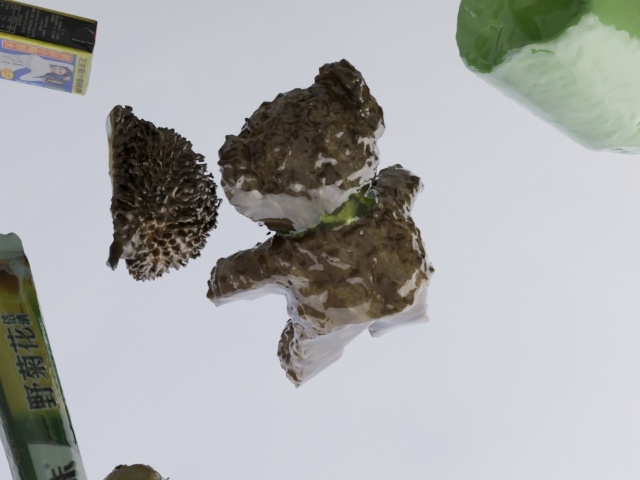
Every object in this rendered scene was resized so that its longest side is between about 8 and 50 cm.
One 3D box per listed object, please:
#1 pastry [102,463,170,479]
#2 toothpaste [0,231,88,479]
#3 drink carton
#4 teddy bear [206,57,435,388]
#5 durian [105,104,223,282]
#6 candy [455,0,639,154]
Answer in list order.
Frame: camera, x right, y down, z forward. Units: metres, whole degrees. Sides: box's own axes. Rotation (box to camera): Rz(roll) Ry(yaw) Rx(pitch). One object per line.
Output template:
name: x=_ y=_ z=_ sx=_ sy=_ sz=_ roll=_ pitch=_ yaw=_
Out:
pastry: x=-0.377 y=0.518 z=1.557 sx=0.153 sy=0.153 sz=0.081 roll=-13 pitch=-139 yaw=2
toothpaste: x=-0.143 y=0.092 z=0.385 sx=0.031 sy=0.204 sz=0.049 roll=-23 pitch=172 yaw=27
drink carton: x=-0.311 y=-0.200 z=0.767 sx=0.165 sy=0.071 sz=0.056 roll=9 pitch=-119 yaw=-19
teddy bear: x=-0.002 y=0.002 z=0.758 sx=0.246 sy=0.296 sz=0.222 roll=-27 pitch=-104 yaw=-12
durian: x=-0.100 y=-0.027 z=0.488 sx=0.071 sy=0.110 sz=0.140 roll=-11 pitch=-145 yaw=3
candy: x=0.268 y=-0.169 z=0.729 sx=0.343 sy=0.142 sz=0.132 roll=14 pitch=177 yaw=-42
